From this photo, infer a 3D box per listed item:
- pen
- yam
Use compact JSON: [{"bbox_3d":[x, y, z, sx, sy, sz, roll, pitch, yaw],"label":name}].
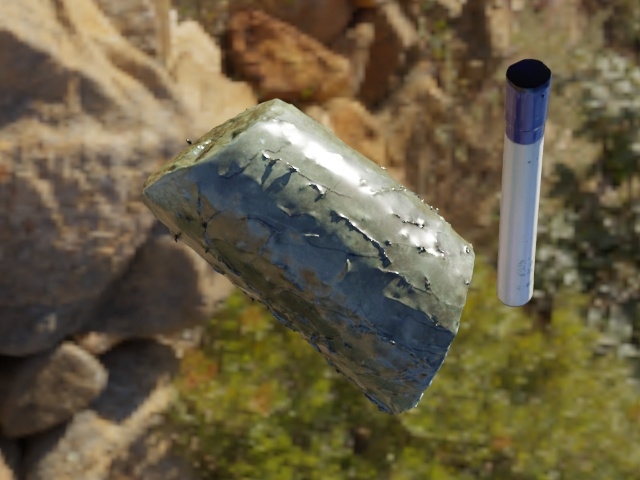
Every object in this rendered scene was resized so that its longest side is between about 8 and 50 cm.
[{"bbox_3d":[0.151,-0.035,1.251,0.269,0.033,0.033,84,28,-53],"label":"pen"},{"bbox_3d":[0.000,0.000,0.885,0.183,0.107,0.107,38,54,-8],"label":"yam"}]
